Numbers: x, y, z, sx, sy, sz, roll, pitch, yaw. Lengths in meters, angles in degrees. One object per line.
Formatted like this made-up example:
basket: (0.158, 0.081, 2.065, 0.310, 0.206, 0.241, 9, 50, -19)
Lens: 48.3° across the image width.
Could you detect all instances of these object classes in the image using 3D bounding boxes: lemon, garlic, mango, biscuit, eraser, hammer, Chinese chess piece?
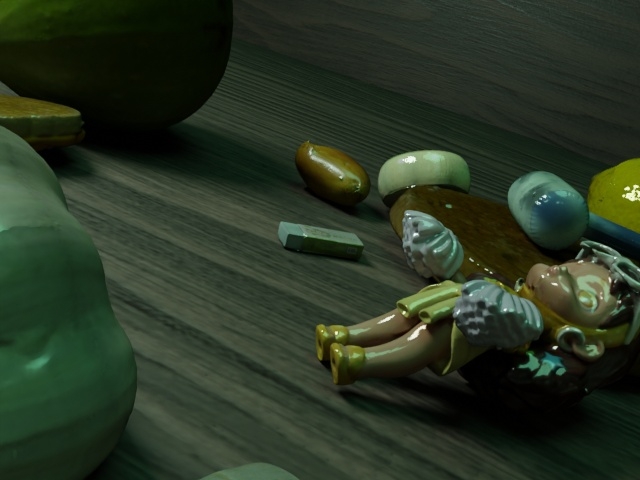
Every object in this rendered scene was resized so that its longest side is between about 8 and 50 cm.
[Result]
lemon: (0.475, -0.030, 1.001, 0.193, 0.180, 0.180, 2, 9, 31)
garlic: (-0.184, 0.017, 0.331, 0.229, 0.142, 0.178, 33, 21, 20)
mango: (0.016, -0.082, 0.924, 0.077, 0.063, 0.127, 4, 27, -48)
biscuit: (-0.340, -0.119, 0.740, 0.170, 0.050, 0.170, 9, 15, -2)
eraser: (0.000, 0.000, 0.733, 0.083, 0.019, 0.038, 10, 20, -20)
hammer: (0.304, -0.010, 0.786, 0.194, 0.069, 0.116, 23, 17, -7)
biscuit: (0.241, 0.039, 0.769, 0.314, 0.063, 0.367, 14, 19, -22)
Chinese chess piece: (0.137, -0.077, 0.944, 0.122, 0.051, 0.122, -3, -15, -1)

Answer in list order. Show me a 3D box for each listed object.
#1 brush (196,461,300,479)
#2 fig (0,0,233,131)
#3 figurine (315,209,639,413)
brush: (-0.119, 0.119, 0.235, 0.060, 0.050, 0.321, 27, 19, 39)
fig: (-0.271, -0.276, 0.897, 0.316, 0.316, 0.316, 15, 18, -5)
figurine: (0.120, 0.059, 0.513, 0.240, 0.115, 0.174, 4, 21, -18)
